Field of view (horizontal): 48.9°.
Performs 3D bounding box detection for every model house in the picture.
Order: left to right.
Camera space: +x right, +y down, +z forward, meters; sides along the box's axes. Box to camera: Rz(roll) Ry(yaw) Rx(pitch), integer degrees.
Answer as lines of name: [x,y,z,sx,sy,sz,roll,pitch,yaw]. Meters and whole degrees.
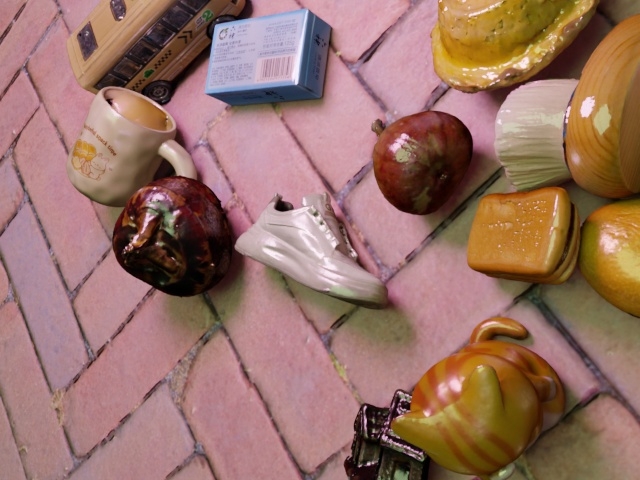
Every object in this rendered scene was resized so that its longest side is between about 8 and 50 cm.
model house: [0.105,0.295,1.035,0.165,0.106,0.152,12,90,32]

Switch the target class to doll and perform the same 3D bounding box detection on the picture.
doll: [0.213,0.209,0.898,0.162,0.270,0.166,46,107,14]

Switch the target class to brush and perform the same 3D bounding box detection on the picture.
brush: [0.357,-0.184,0.926,0.166,0.174,0.266,13,72,44]

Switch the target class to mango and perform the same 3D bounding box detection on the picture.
mango: [0.438,0.033,0.853,0.262,0.109,0.157,27,85,35]

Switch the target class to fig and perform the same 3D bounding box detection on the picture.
fig: [0.147,-0.128,1.096,0.143,0.231,0.160,25,99,-8]

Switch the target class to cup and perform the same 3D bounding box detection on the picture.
cup: [-0.374,-0.167,1.449,0.202,0.255,0.173,-57,16,24]

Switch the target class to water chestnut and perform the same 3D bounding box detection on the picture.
water chestnut: [-0.276,0.001,1.288,0.224,0.238,0.223,9,116,18]

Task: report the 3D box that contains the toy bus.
toy bus: [-0.337,-0.440,1.433,0.365,0.202,0.176,-37,61,24]

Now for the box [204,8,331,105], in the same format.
box: [-0.101,-0.338,1.319,0.232,0.083,0.142,3,83,37]

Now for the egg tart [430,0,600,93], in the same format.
egg tart: [0.260,-0.342,1.001,0.288,0.118,0.288,-24,50,32]

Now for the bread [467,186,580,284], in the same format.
bread: [0.273,-0.004,0.943,0.200,0.077,0.115,0,72,71]

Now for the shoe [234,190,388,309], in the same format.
shoe: [0.000,0.000,1.164,0.316,0.124,0.159,19,86,36]
